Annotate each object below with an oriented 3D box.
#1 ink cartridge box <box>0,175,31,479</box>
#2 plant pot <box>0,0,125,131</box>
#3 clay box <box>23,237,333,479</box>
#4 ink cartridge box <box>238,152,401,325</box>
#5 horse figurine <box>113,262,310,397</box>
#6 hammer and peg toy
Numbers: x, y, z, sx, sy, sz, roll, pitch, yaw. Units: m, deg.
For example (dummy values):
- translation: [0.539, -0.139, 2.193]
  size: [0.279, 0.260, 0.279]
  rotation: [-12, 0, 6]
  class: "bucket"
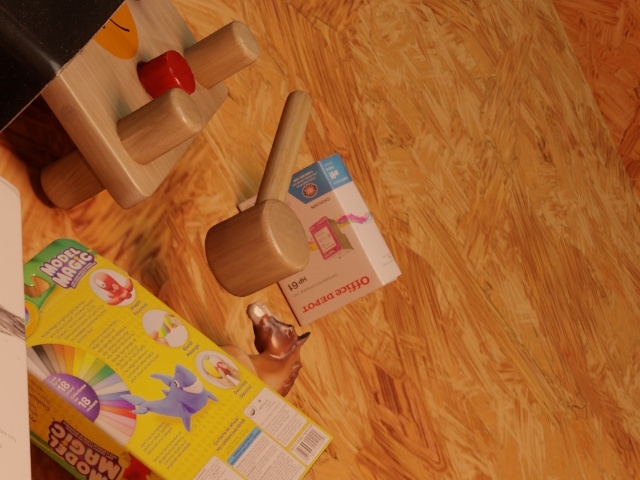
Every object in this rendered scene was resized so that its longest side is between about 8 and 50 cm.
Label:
- translation: [-0.226, 0.072, 0.838]
  size: [0.092, 0.159, 0.217]
  rotation: [39, 31, -42]
  class: "ink cartridge box"
- translation: [-0.242, -0.133, 1.026]
  size: [0.167, 0.188, 0.187]
  rotation: [46, 26, -13]
  class: "plant pot"
- translation: [-0.113, 0.101, 1.081]
  size: [0.222, 0.053, 0.127]
  rotation: [37, 36, 5]
  class: "clay box"
- translation: [0.000, 0.000, 1.491]
  size: [0.122, 0.088, 0.052]
  rotation: [62, 22, -1]
  class: "ink cartridge box"
- translation: [-0.083, 0.124, 1.209]
  size: [0.174, 0.066, 0.263]
  rotation: [41, 29, -31]
  class: "horse figurine"
- translation: [-0.143, -0.128, 1.288]
  size: [0.361, 0.127, 0.266]
  rotation: [56, 21, -14]
  class: "hammer and peg toy"
